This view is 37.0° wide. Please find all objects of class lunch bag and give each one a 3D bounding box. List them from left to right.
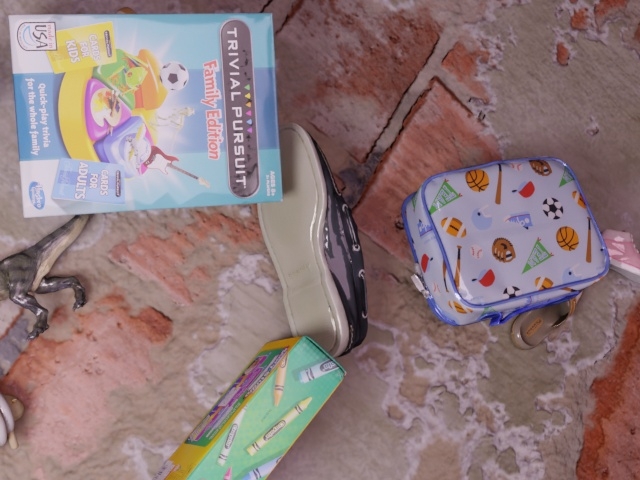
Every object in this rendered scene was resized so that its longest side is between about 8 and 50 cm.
[{"bbox_3d":[0.275,0.005,1.452,0.304,0.115,0.243,-12,75,-22],"label":"lunch bag"}]

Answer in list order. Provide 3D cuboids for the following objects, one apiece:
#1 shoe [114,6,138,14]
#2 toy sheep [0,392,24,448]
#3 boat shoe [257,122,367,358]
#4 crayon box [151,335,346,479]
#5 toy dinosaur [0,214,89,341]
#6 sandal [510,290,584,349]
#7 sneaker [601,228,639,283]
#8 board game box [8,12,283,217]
[{"bbox_3d":[-0.242,-0.218,1.328,0.058,0.077,0.219,-26,93,-28],"label":"shoe"},{"bbox_3d":[-0.426,0.230,1.178,0.132,0.091,0.091,-26,91,-41],"label":"toy sheep"},{"bbox_3d":[0.003,-0.001,1.370,0.113,0.127,0.339,-1,72,-51],"label":"boat shoe"},{"bbox_3d":[-0.103,0.255,1.253,0.081,0.165,0.278,44,69,-9],"label":"crayon box"},{"bbox_3d":[-0.372,0.056,1.242,0.268,0.064,0.118,-39,89,-25],"label":"toy dinosaur"},{"bbox_3d":[0.372,0.103,1.524,0.072,0.049,0.180,47,69,-8],"label":"sandal"},{"bbox_3d":[0.517,0.024,1.591,0.134,0.051,0.070,25,78,-11],"label":"sneaker"},{"bbox_3d":[-0.226,-0.167,1.260,0.336,0.079,0.253,-5,95,-16],"label":"board game box"}]
